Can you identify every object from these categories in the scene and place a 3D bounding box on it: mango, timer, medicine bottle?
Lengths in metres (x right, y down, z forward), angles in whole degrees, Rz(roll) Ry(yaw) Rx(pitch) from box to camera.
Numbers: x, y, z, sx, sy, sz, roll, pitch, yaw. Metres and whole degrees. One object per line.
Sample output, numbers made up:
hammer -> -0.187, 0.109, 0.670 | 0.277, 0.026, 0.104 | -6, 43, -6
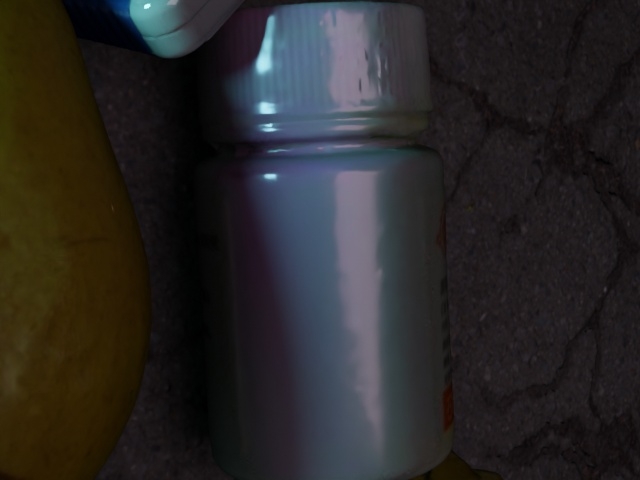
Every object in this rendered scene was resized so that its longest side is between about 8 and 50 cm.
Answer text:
mango -> -0.255, -0.006, 0.797 | 0.301, 0.220, 0.445 | 8, 86, -34
timer -> -0.095, -0.249, 0.921 | 0.253, 0.178, 0.078 | -51, 137, -21
medicine bottle -> 0.000, 0.000, 0.984 | 0.219, 0.219, 0.388 | -9, 98, -36

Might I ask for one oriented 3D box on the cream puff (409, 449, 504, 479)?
cream puff -> 0.112, 0.353, 1.076 | 0.291, 0.257, 0.324 | -12, 101, -31
